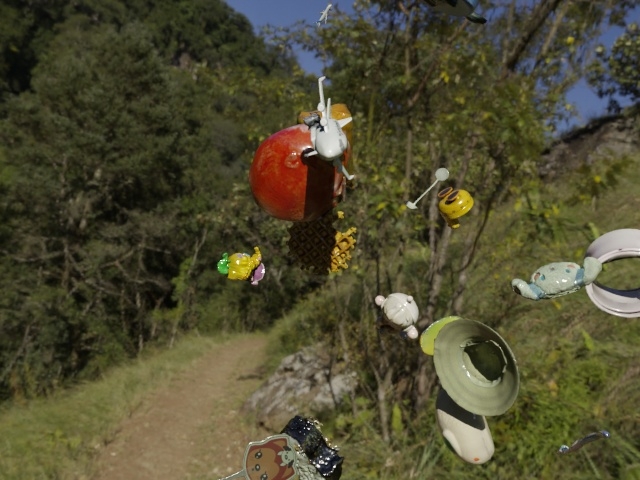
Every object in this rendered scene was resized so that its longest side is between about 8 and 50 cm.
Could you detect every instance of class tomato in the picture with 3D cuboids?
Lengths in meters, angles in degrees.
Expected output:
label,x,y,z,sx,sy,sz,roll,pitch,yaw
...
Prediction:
label,x,y,z,sx,sy,sz,roll,pitch,yaw
tomato,-0.062,-0.209,1.528,0.309,0.308,0.170,14,-17,11

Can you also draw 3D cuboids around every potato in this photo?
label,x,y,z,sx,sy,sz,roll,pitch,yaw
potato,0.445,0.344,2.105,0.119,0.198,0.054,50,-10,-3

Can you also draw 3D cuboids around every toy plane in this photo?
label,x,y,z,sx,sy,sz,roll,pitch,yaw
toy plane,0.012,-0.759,1.938,0.024,0.084,0.077,24,33,-43
toy plane,0.017,-0.232,1.309,0.101,0.250,0.255,-12,26,14

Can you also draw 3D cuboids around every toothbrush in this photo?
label,x,y,z,sx,sy,sz,roll,pitch,yaw
toothbrush,0.651,0.505,1.430,0.021,0.027,0.269,22,-28,8

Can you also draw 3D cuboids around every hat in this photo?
label,x,y,z,sx,sy,sz,roll,pitch,yaw
hat,0.410,0.302,1.436,0.110,0.251,0.252,-15,18,-39

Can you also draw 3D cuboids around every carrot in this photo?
label,x,y,z,sx,sy,sz,roll,pitch,yaw
carrot,0.020,-0.375,2.328,0.242,0.340,0.241,0,19,0

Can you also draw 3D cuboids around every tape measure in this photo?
label,x,y,z,sx,sy,sz,roll,pitch,yaw
tape measure,0.368,-0.642,1.522,0.352,0.097,0.215,19,10,-30

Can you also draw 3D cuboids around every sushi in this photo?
label,x,y,z,sx,sy,sz,roll,pitch,yaw
sushi,-0.016,0.582,1.575,0.115,0.212,0.147,-35,-2,-39

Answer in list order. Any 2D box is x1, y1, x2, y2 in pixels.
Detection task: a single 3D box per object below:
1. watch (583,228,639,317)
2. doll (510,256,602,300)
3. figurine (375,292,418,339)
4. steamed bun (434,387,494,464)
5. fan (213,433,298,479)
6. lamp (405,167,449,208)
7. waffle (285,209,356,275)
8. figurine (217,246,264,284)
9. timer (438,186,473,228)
label,x,y,z,sx,sy,sz,roll,pitch,yaw
watch,0.780,0.053,1.430,0.232,0.244,0.196,-4,25,27
doll,0.575,0.098,1.395,0.214,0.103,0.071,-17,-57,18
figurine,0.284,0.270,2.046,0.145,0.181,0.256,-13,-19,-7
steamed bun,0.389,0.504,1.585,0.131,0.228,0.177,-19,-23,12
fan,-0.162,0.558,1.403,0.220,0.131,0.009,-16,3,-16
lamp,0.405,-0.197,2.175,0.050,0.198,0.056,48,15,25
waffle,0.000,0.000,1.895,0.229,0.231,0.051,10,11,-2
figurine,-0.239,0.066,1.729,0.156,0.114,0.095,17,-6,-42
timer,0.415,-0.099,1.749,0.109,0.107,0.107,53,-18,-21
